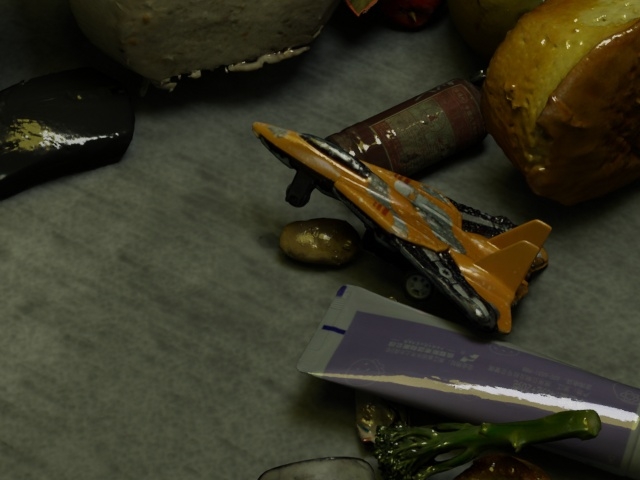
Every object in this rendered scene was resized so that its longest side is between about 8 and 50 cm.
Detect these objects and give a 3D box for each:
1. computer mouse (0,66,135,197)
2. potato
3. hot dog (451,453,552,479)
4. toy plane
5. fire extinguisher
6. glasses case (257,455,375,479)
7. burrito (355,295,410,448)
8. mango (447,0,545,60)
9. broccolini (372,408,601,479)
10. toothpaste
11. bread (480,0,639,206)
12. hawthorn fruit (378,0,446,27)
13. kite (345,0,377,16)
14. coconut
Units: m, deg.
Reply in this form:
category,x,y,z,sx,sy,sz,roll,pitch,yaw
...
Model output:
category,x,y,z,sx,sy,sz,roll,pitch,yaw
computer mouse,-0.302,-0.118,1.899,0.217,0.073,0.122,-20,54,-15
potato,0.000,0.000,1.814,0.083,0.040,0.051,3,42,1
hot dog,0.172,0.252,1.597,0.099,0.065,0.147,-27,57,-6
toy plane,0.065,-0.022,1.760,0.316,0.103,0.204,24,31,10
fire extinguisher,0.132,-0.121,1.869,0.252,0.075,0.106,-25,15,-17
glasses case,0.018,0.329,1.545,0.114,0.060,0.299,-10,52,-5
burrito,0.056,0.121,1.719,0.051,0.042,0.171,0,49,-3
mango,0.195,-0.273,1.894,0.130,0.262,0.167,-15,75,-9
broccolini,0.145,0.185,1.596,0.216,0.067,0.058,-9,30,33
toothpaste,0.170,0.134,1.665,0.371,0.080,0.125,19,47,11
bread,0.282,-0.152,1.798,0.268,0.268,0.146,-32,55,-21
hawthorn fruit,0.106,-0.279,2.005,0.093,0.093,0.093,-1,52,1
kite,0.120,-0.394,2.004,0.327,0.013,0.377,-12,45,48
coconut,-0.132,-0.361,1.920,0.346,0.346,0.360,-11,58,-7
